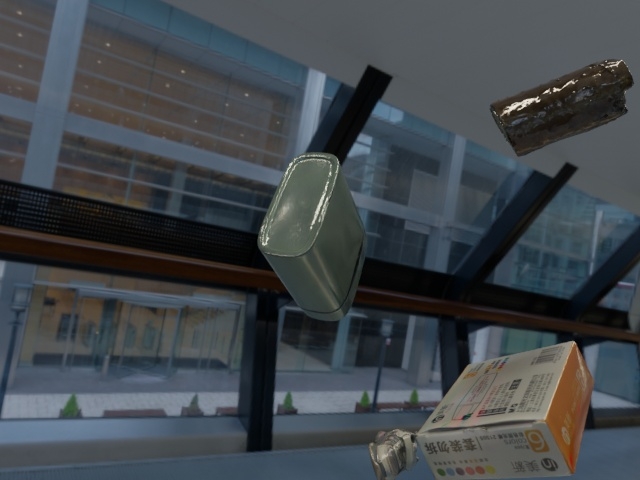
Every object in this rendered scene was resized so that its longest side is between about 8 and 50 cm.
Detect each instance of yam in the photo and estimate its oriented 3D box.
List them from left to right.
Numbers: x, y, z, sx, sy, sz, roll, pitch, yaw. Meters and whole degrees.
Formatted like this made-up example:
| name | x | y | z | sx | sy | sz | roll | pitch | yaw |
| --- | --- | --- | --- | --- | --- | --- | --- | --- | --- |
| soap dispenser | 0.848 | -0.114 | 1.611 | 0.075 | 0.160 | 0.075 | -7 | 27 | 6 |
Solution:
| name | x | y | z | sx | sy | sz | roll | pitch | yaw |
| --- | --- | --- | --- | --- | --- | --- | --- | --- | --- |
| yam | 0.475 | -0.264 | 0.941 | 0.238 | 0.129 | 0.128 | -22 | -3 | 16 |

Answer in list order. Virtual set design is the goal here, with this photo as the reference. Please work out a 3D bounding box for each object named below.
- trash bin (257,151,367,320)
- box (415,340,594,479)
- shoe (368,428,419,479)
| name | x | y | z | sx | sy | sz | roll | pitch | yaw |
| --- | --- | --- | --- | --- | --- | --- | --- | --- | --- |
| trash bin | 0.000 | 0.000 | 0.458 | 0.059 | 0.116 | 0.130 | 5 | -31 | 22 |
| box | 0.310 | 0.277 | 0.778 | 0.221 | 0.091 | 0.274 | -27 | -4 | 40 |
| shoe | 0.164 | 0.455 | 1.001 | 0.092 | 0.089 | 0.180 | -21 | -10 | 14 |
